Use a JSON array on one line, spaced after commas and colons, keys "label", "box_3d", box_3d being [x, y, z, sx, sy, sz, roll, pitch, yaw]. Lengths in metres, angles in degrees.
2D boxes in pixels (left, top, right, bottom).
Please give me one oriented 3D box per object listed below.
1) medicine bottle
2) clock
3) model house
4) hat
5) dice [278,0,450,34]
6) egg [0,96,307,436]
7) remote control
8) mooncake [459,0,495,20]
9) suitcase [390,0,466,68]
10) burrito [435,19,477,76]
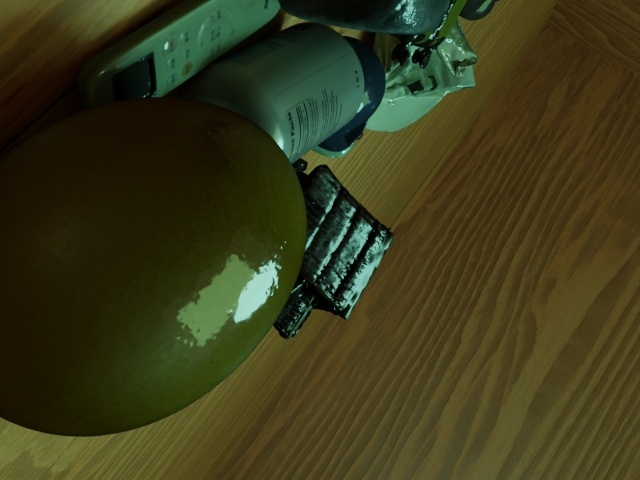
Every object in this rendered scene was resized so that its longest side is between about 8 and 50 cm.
[{"label": "medicine bottle", "box_3d": [-0.074, -0.168, 0.839, 0.288, 0.157, 0.157, -43, 162, -45]}, {"label": "clock", "box_3d": [0.027, -0.239, 1.093, 0.200, 0.146, 0.243, -49, 174, -9]}, {"label": "model house", "box_3d": [-0.057, 0.034, 1.126, 0.317, 0.282, 0.297, -56, 168, -4]}, {"label": "hat", "box_3d": [0.147, -0.343, 1.331, 0.301, 0.168, 0.257, -36, 156, 33]}, {"label": "dice", "box_3d": [0.058, -0.339, 0.751, 0.183, 0.182, 0.182, -37, 137, -58]}, {"label": "egg", "box_3d": [-0.176, 0.020, 0.611, 0.351, 0.283, 0.282, -34, 167, 0]}, {"label": "remote control", "box_3d": [-0.141, -0.224, 0.716, 0.309, 0.038, 0.090, -47, 165, -34]}, {"label": "mooncake", "box_3d": [0.349, -0.602, 1.413, 0.245, 0.133, 0.245, -44, 163, -18]}, {"label": "suitcase", "box_3d": [0.114, -0.386, 0.909, 0.143, 0.194, 0.235, -17, 140, -55]}, {"label": "burrito", "box_3d": [0.209, -0.422, 1.184, 0.082, 0.059, 0.275, -49, 123, -19]}]
